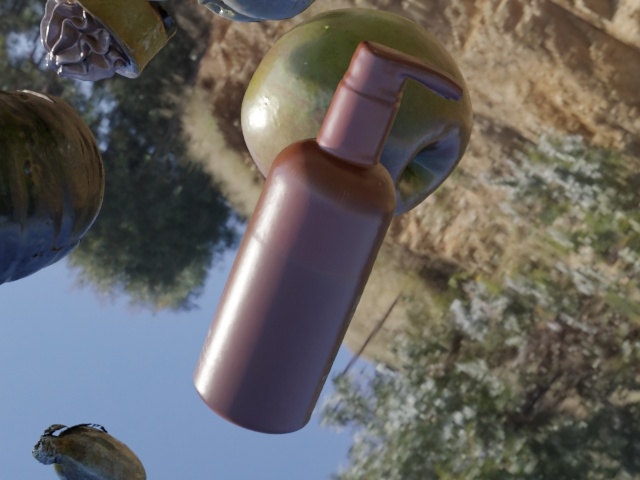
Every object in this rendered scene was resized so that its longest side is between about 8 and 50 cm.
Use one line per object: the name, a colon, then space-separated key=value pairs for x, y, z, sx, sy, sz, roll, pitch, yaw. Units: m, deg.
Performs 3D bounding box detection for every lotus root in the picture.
lotus root: x=-0.273 y=0.267 z=1.196 sx=0.165 sy=0.088 sz=0.088 roll=43 pitch=-175 yaw=-34

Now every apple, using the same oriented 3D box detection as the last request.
apple: x=0.062 y=-0.176 z=1.455 sx=0.319 sy=0.319 sz=0.277 roll=15 pitch=-161 yaw=-48

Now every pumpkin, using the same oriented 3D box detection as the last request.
pumpkin: x=-0.295 y=-0.036 z=0.806 sx=0.238 sy=0.159 sz=0.238 roll=-13 pitch=-166 yaw=3

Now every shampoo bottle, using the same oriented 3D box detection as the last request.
shampoo bottle: x=-0.002 y=-0.001 z=0.601 sx=0.085 sy=0.244 sz=0.085 roll=21 pitch=-160 yaw=-8

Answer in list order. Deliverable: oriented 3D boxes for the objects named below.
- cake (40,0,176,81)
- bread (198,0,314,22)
cake: x=-0.353 y=-0.325 z=1.580 sx=0.208 sy=0.178 sz=0.185 roll=38 pitch=169 yaw=-33
bread: x=-0.036 y=-0.278 z=0.757 sx=0.102 sy=0.337 sz=0.183 roll=12 pitch=139 yaw=56
